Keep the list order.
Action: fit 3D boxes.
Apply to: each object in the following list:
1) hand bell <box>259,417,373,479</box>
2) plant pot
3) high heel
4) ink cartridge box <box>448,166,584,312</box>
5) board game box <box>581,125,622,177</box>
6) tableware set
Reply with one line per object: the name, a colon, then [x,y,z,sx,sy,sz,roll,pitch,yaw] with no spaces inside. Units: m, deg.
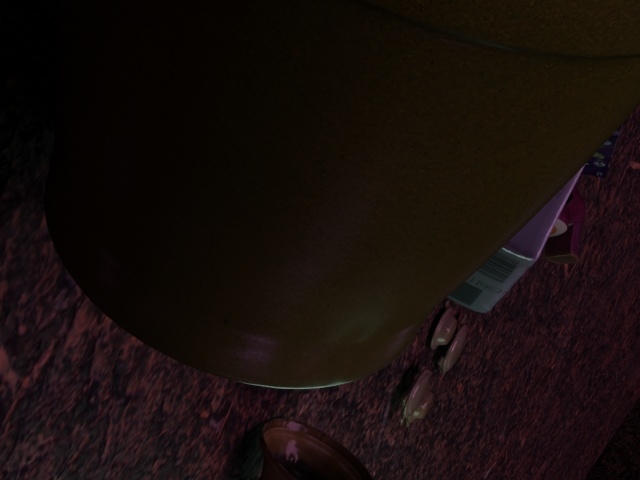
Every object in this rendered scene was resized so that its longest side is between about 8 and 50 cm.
hand bell: [-0.063,0.300,1.507,0.242,0.126,0.126,-57,163,17]
plant pot: [0.008,-0.120,0.841,0.366,0.366,0.353,-39,160,-51]
high heel: [0.283,-0.054,1.996,0.244,0.082,0.117,28,59,-58]
ink cartridge box: [0.246,-0.127,1.644,0.385,0.091,0.308,-59,175,-12]
board game box: [0.339,-0.221,1.795,0.347,0.056,0.208,75,25,-74]
tableware set: [0.135,0.153,1.915,0.168,0.020,0.141,-60,162,-16]
